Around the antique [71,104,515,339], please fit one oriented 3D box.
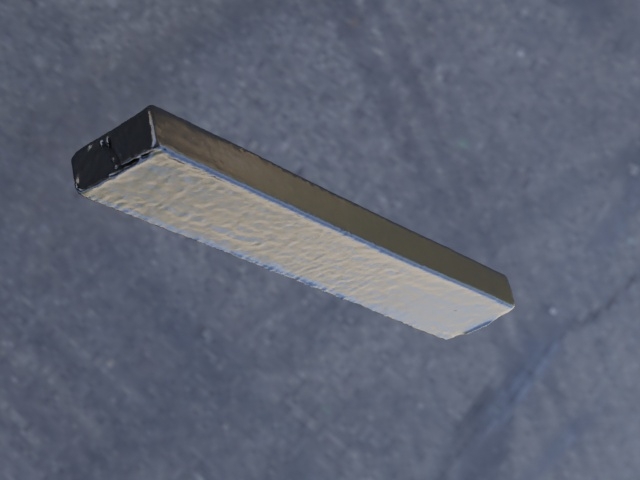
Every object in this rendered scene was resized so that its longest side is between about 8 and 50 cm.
[{"bbox_3d":[0.000,0.000,0.510,0.031,0.015,0.192,-25,152,26],"label":"antique"}]
